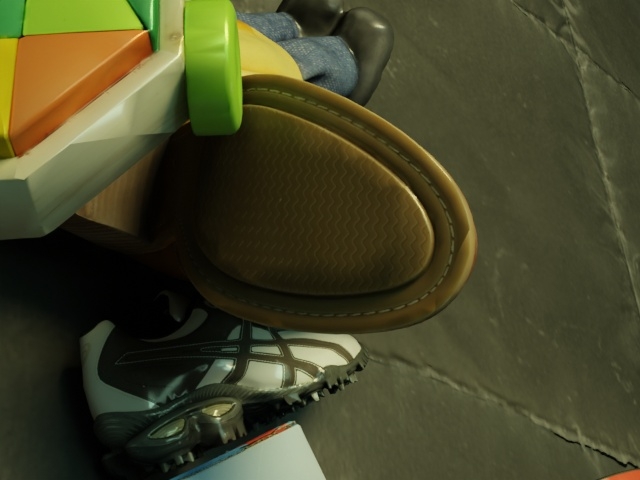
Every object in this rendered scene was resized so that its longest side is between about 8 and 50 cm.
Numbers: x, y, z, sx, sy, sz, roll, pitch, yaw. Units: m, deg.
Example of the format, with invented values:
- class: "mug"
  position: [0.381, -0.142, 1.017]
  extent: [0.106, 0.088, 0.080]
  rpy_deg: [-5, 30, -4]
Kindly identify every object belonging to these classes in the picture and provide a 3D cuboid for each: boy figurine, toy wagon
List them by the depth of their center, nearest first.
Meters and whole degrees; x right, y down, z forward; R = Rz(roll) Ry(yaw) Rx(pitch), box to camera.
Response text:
- class: "toy wagon"
  position: [-0.173, -0.149, 0.512]
  extent: [0.267, 0.068, 0.344]
  rpy_deg: [-3, 57, -2]
- class: "boy figurine"
  position: [-0.074, -0.124, 0.712]
  extent: [0.177, 0.092, 0.285]
  rpy_deg: [40, 26, 22]

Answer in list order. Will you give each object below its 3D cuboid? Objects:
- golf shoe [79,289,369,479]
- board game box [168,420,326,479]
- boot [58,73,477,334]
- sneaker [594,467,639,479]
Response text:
- class: "golf shoe"
  position: [-0.048, 0.062, 0.630]
  extent: [0.198, 0.077, 0.093]
  rpy_deg: [-13, 74, -54]
- class: "board game box"
  position: [-0.061, 0.265, 0.456]
  extent: [0.302, 0.086, 0.308]
  rpy_deg: [-14, 75, -53]
- class: "boot"
  position: [0.000, 0.000, 0.592]
  extent: [0.220, 0.283, 0.109]
  rpy_deg: [19, 79, -51]
- class: "sneaker"
  position: [0.172, 0.239, 0.746]
  extent: [0.270, 0.090, 0.145]
  rpy_deg: [-2, 66, -46]
